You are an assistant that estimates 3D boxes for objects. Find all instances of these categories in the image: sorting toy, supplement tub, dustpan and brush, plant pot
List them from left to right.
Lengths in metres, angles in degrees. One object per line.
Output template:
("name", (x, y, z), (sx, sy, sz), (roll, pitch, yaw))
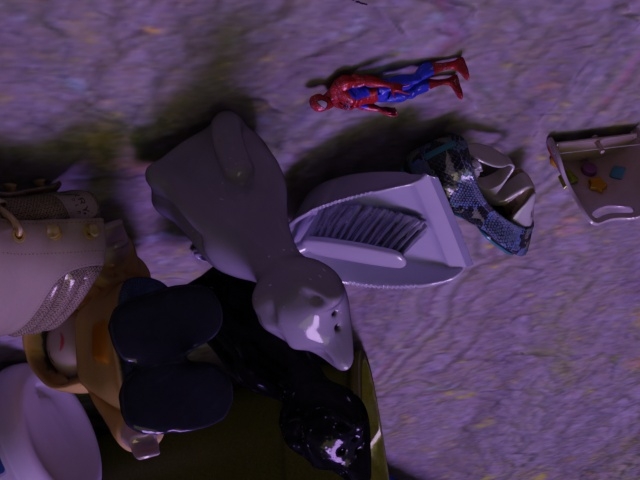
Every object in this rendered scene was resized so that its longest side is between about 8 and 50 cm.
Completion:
("supplement tub", (-0.307, 0.205, 1.314), (0.200, 0.144, 0.144), (-25, 152, 15))
("plant pot", (-0.110, 0.306, 1.444), (0.353, 0.366, 0.366), (-7, 153, 4))
("dustpan and brush", (0.000, 0.000, 1.193), (0.211, 0.060, 0.147), (6, 152, 23))
("sorting toy", (0.228, -0.047, 1.229), (0.083, 0.075, 0.045), (-7, 151, -18))

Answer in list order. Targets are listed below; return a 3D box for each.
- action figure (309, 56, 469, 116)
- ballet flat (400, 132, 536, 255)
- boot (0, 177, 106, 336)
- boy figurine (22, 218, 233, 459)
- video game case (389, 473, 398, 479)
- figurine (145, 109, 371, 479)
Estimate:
("action figure", (0.048, -0.106, 1.074), (0.115, 0.030, 0.038), (-8, 156, -12))
("ballet flat", (0.137, -0.037, 1.213), (0.070, 0.070, 0.188), (-30, 152, 23))
("boot", (-0.233, -0.024, 0.989), (0.203, 0.095, 0.262), (-13, 132, -40))
("boy figurine", (-0.154, 0.072, 1.144), (0.092, 0.177, 0.285), (-9, -175, -25))
("video game case", (0.013, 0.379, 1.827), (0.244, 0.061, 0.269), (-33, 139, 13))
("figurine", (-0.029, 0.047, 1.061), (0.092, 0.209, 0.215), (-26, 138, -15))
